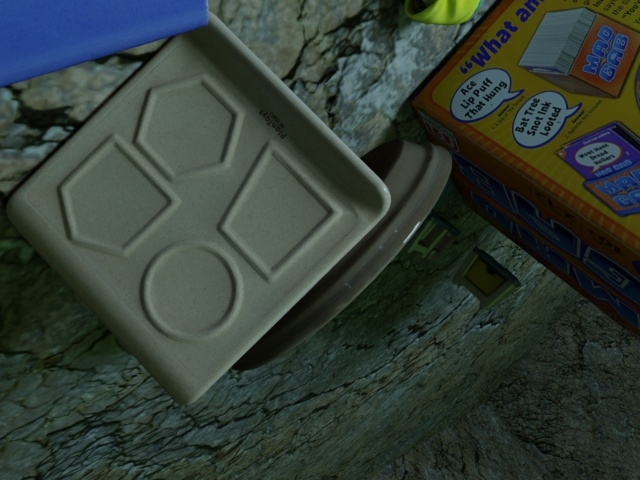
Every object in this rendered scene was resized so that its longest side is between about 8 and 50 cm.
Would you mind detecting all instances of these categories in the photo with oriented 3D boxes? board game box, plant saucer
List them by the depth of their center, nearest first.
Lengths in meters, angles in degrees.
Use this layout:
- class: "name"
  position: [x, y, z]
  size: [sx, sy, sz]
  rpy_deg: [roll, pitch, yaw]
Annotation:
- class: "plant saucer"
  position: [0.000, 0.000, 0.485]
  size: [0.278, 0.041, 0.278]
  rpy_deg: [-42, -167, 12]
- class: "board game box"
  position: [0.398, -0.129, 0.630]
  size: [0.356, 0.356, 0.356]
  rpy_deg: [-48, 150, 5]

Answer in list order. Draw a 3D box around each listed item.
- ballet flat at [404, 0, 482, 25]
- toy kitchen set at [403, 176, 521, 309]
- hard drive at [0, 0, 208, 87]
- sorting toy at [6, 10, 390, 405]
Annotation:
- class: "ballet flat"
  position: [0.109, -0.272, 0.397]
  size: [0.077, 0.077, 0.231]
  rpy_deg: [-14, 144, -15]
- class: "toy kitchen set"
  position: [0.199, 0.000, 0.741]
  size: [0.122, 0.166, 0.207]
  rpy_deg: [-52, 149, 14]
- class: "hard drive"
  position: [-0.205, -0.146, 0.200]
  size: [0.319, 0.040, 0.210]
  rpy_deg: [-29, 146, -24]
- class: "sorting toy"
  position: [-0.087, -0.022, 0.365]
  size: [0.208, 0.193, 0.038]
  rpy_deg: [-45, 175, 4]
